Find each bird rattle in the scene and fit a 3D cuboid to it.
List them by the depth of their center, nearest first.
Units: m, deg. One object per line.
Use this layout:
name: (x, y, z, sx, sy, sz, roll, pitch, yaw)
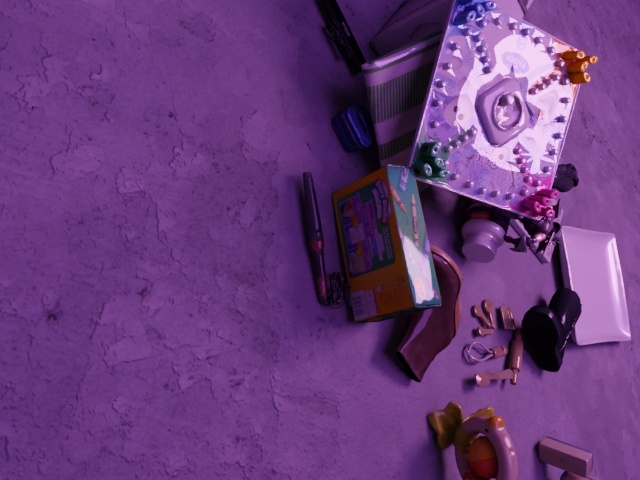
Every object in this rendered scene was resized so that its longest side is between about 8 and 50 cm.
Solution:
bird rattle: (0.320, 0.458, 1.296, 0.143, 0.207, 0.253, 9, 63, -21)

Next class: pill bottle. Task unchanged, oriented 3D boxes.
pill bottle: (0.409, -0.045, 1.552, 0.108, 0.108, 0.193, 40, 55, -27)

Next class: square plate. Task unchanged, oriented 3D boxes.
square plate: (0.822, 0.138, 1.904, 0.347, 0.049, 0.343, 5, 76, -41)

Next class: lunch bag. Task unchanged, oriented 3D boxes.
lunch bag: (0.076, -0.243, 1.340, 0.067, 0.065, 0.098, -39, 105, -40)

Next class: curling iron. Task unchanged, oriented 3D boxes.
curling iron: (0.000, 0.000, 1.233, 0.068, 0.035, 0.273, -14, 89, -46)

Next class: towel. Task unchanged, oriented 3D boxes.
towel: (0.213, -0.265, 1.366, 0.248, 0.038, 0.324, -29, 124, -22)

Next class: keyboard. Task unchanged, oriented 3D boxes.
keyboard: (0.040, -0.459, 1.396, 0.192, 0.038, 0.100, 61, 26, -10)

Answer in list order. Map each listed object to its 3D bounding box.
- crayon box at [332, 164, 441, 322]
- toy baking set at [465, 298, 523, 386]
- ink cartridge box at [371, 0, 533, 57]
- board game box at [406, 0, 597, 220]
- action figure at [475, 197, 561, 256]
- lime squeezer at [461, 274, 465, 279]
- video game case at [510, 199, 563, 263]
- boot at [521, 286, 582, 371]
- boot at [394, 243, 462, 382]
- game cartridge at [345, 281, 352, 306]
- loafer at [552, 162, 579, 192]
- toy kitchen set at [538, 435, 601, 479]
crayon box: (0.124, 0.010, 1.235, 0.081, 0.165, 0.278, 1, 74, -40)
toy baking set: (0.428, 0.262, 1.546, 0.197, 0.030, 0.256, 32, 53, -24)
ink cartridge box: (0.338, -0.559, 1.503, 0.166, 0.286, 0.394, 50, 53, -21)
board game box: (0.393, -0.270, 1.317, 0.390, 0.050, 0.389, 14, 91, -29)
action figure: (0.463, -0.076, 1.475, 0.285, 0.099, 0.185, 34, 51, -17)
lime squeezer: (0.225, 0.042, 1.418, 0.310, 0.059, 0.110, 38, 27, -26)
video game case: (0.608, -0.082, 1.792, 0.227, 0.026, 0.206, 45, 54, -24)
boot: (0.611, 0.196, 1.652, 0.207, 0.094, 0.246, -56, 136, -33)
boot: (0.218, 0.153, 1.312, 0.207, 0.090, 0.248, -50, 132, -29)
game cartridge: (0.087, 0.105, 1.295, 0.083, 0.017, 0.055, -2, 77, -42)
loafer: (0.716, -0.181, 1.861, 0.223, 0.076, 0.078, -13, 75, -52)
toy kitchen set: (0.656, 0.593, 1.626, 0.166, 0.122, 0.207, -21, 114, -43)
